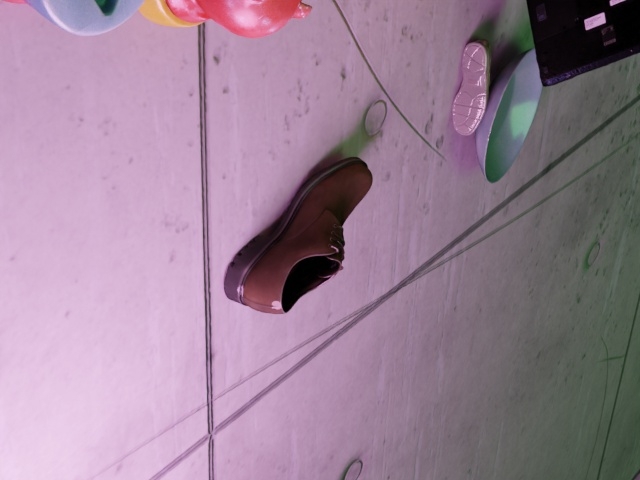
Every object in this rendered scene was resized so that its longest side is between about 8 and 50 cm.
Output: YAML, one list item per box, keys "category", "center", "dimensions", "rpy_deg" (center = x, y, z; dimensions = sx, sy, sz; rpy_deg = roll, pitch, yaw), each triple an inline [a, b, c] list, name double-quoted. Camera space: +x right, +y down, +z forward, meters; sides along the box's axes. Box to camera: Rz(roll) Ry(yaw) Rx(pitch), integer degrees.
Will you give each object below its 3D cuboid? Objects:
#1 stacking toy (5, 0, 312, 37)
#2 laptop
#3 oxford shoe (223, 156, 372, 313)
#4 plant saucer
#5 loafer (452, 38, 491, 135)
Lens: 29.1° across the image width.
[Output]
- category: "stacking toy"
  center: [-0.109, -0.285, 0.941]
  dimensions: [0.309, 0.130, 0.280]
  rpy_deg: [-12, 122, -55]
- category: "laptop"
  center: [0.369, -0.346, 1.515]
  dimensions: [0.136, 0.234, 0.264]
  rpy_deg: [-8, 87, -28]
- category: "oxford shoe"
  center: [0.000, 0.000, 1.367]
  dimensions: [0.227, 0.096, 0.083]
  rpy_deg: [-51, 146, -24]
- category: "plant saucer"
  center: [0.249, -0.174, 1.669]
  dimensions: [0.195, 0.037, 0.195]
  rpy_deg: [-49, 152, -38]
- category: "loafer"
  center: [0.201, -0.197, 1.588]
  dimensions: [0.039, 0.045, 0.125]
  rpy_deg: [-33, 136, -52]
